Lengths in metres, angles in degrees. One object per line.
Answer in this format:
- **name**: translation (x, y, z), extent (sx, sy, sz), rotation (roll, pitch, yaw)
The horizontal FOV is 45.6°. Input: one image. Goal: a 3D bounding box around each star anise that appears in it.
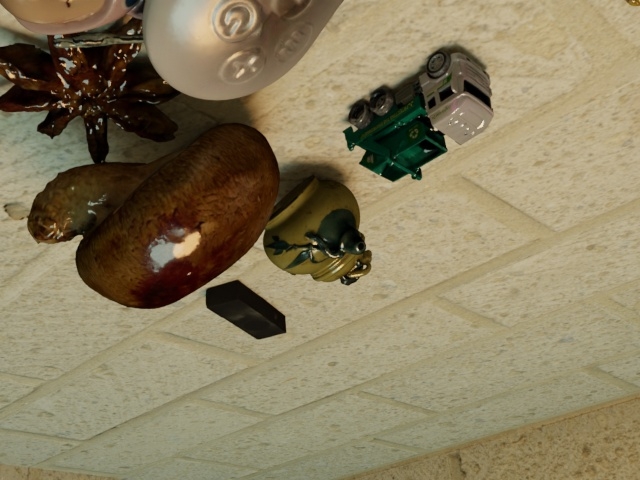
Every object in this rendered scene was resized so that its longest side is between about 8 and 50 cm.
- **star anise**: translation (-0.305, -0.192, 0.980), extent (0.288, 0.088, 0.288), rotation (-2, 152, -1)

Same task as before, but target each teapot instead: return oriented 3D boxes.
- **teapot**: translation (0.000, 0.000, 1.257), extent (0.182, 0.173, 0.269), rotation (47, 162, -11)

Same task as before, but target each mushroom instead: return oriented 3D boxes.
- **mushroom**: translation (-0.196, -0.034, 1.061), extent (0.345, 0.345, 0.239), rotation (-13, 119, 13)

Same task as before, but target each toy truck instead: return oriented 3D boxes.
- **toy truck**: translation (0.140, -0.159, 1.072), extent (0.216, 0.116, 0.110), rotation (-29, 142, 36)

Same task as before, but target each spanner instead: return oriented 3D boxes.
- **spanner**: translation (-0.153, -0.231, 0.868), extent (0.302, 0.018, 0.071), rotation (-15, -164, -39)

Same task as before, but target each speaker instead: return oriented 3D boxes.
- **speaker**: translation (-0.158, 0.155, 1.648), extent (0.082, 0.044, 0.218), rotation (-16, 149, 18)

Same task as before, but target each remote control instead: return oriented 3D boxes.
- **remote control**: translation (-0.048, -0.280, 0.766), extent (0.221, 0.103, 0.332), rotation (3, 131, -55)

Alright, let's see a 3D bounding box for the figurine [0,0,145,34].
- **figurine**: translation (-0.303, -0.278, 0.751), extent (0.287, 0.186, 0.176), rotation (11, 126, 4)

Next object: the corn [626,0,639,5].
- **corn**: translation (0.430, -0.364, 0.767), extent (0.119, 0.119, 0.322), rotation (14, 150, -29)
